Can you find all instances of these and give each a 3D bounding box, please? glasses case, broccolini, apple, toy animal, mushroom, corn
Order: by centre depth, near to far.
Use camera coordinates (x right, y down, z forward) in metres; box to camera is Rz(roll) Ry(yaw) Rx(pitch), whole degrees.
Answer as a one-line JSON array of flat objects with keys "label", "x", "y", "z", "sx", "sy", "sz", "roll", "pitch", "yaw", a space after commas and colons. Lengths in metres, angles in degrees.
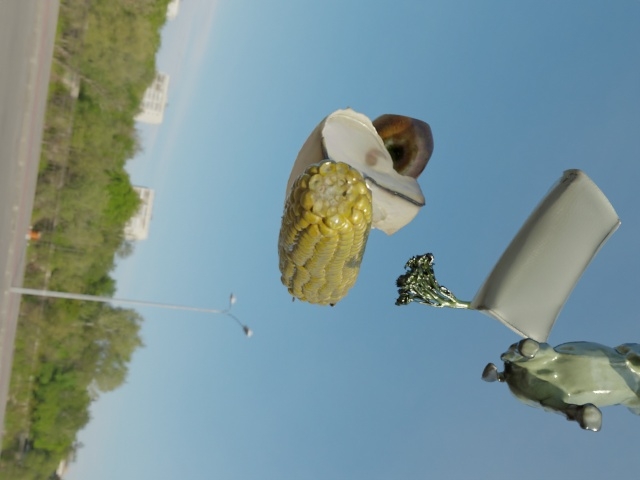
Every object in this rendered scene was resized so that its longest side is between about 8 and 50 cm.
[{"label": "toy animal", "x": 0.236, "y": 0.122, "z": 0.558, "sx": 0.176, "sy": 0.217, "sz": 0.073, "roll": 133, "pitch": -36, "yaw": -77}, {"label": "corn", "x": 0.000, "y": 0.000, "z": 0.710, "sx": 0.305, "sy": 0.106, "sz": 0.106, "roll": 94, "pitch": -2, "yaw": -72}, {"label": "glasses case", "x": 0.361, "y": 0.031, "z": 1.022, "sx": 0.308, "sy": 0.128, "sz": 0.083, "roll": -49, "pitch": 179, "yaw": -21}, {"label": "mushroom", "x": 0.031, "y": -0.098, "z": 1.045, "sx": 0.173, "sy": 0.236, "sz": 0.162, "roll": -35, "pitch": -132, "yaw": 36}, {"label": "apple", "x": 0.152, "y": -0.195, "z": 1.340, "sx": 0.163, "sy": 0.146, "sz": 0.147, "roll": -61, "pitch": -177, "yaw": 22}, {"label": "broccolini", "x": 0.295, "y": 0.090, "z": 1.415, "sx": 0.062, "sy": 0.272, "sz": 0.123, "roll": -134, "pitch": -131, "yaw": -74}]
